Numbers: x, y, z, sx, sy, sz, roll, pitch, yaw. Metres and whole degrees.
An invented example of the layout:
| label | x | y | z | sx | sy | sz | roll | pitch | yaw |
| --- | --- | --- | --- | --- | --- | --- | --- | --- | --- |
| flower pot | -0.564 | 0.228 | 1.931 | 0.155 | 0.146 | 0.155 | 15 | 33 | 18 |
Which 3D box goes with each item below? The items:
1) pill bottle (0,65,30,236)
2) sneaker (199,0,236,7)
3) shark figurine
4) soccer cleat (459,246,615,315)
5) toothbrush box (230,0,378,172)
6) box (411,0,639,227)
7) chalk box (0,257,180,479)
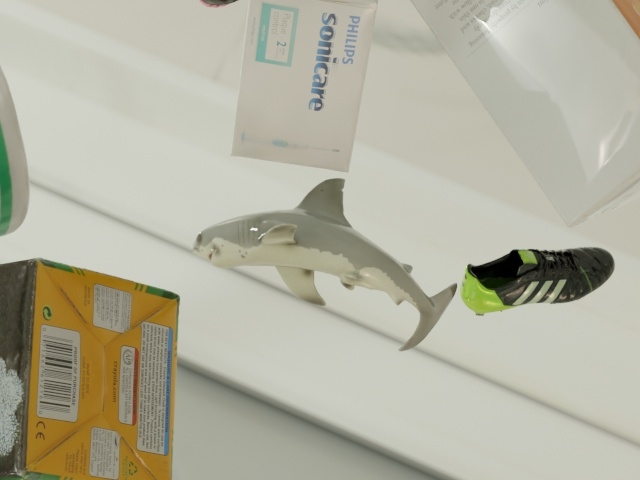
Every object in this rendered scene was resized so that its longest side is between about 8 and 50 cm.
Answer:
| label | x | y | z | sx | sy | sz | roll | pitch | yaw |
| --- | --- | --- | --- | --- | --- | --- | --- | --- | --- |
| pill bottle | -0.454 | -0.060 | 1.732 | 0.361 | 0.204 | 0.204 | -15 | -34 | -23 |
| sneaker | -0.049 | -0.221 | 1.634 | 0.119 | 0.057 | 0.047 | -22 | -72 | -34 |
| shark figurine | 0.027 | 0.001 | 1.972 | 0.166 | 0.278 | 0.116 | 128 | 159 | -60 |
| soccer cleat | 0.240 | 0.036 | 2.174 | 0.072 | 0.179 | 0.060 | 89 | 165 | -52 |
| toothbrush box | -0.007 | -0.246 | 1.996 | 0.295 | 0.126 | 0.216 | -85 | 3 | -46 |
| box | 0.236 | -0.213 | 1.846 | 0.168 | 0.345 | 0.215 | -40 | -11 | 34 |
| chalk box | -0.283 | 0.130 | 1.658 | 0.179 | 0.289 | 0.180 | 18 | -111 | -50 |
